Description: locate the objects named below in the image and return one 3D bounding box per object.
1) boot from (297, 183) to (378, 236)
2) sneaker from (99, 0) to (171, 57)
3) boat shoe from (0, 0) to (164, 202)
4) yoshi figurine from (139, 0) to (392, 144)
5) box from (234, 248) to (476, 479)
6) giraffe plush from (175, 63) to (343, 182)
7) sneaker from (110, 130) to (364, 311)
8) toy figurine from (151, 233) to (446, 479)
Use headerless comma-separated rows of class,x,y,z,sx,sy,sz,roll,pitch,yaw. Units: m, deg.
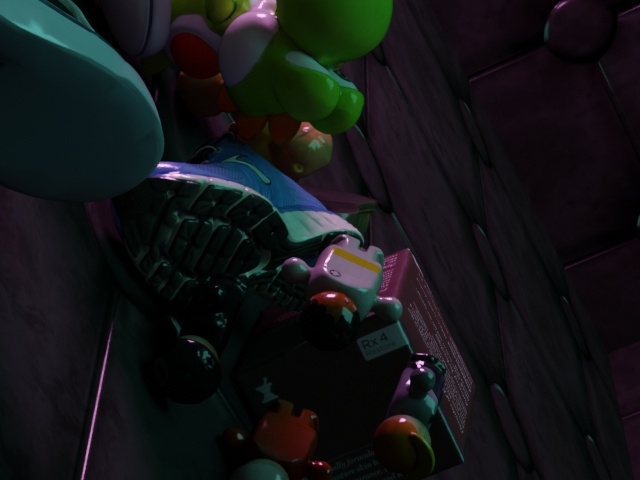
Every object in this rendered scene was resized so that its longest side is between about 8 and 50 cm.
boot,0.000,0.000,2.226,0.305,0.112,0.115,-57,153,-79
sneaker,-0.213,-0.287,1.857,0.091,0.094,0.258,-27,112,-34
boat shoe,-0.242,-0.159,1.353,0.367,0.136,0.156,34,31,-49
yoshi figurine,-0.051,-0.240,1.904,0.362,0.203,0.203,43,-41,41
box,0.038,0.135,1.920,0.167,0.168,0.203,65,14,-12
giraffe plush,-0.055,-0.127,2.098,0.210,0.181,0.170,19,-49,60
sneaker,-0.098,-0.021,1.811,0.147,0.130,0.330,43,12,26
toy figurine,-0.013,0.119,1.669,0.213,0.209,0.148,64,24,-20
